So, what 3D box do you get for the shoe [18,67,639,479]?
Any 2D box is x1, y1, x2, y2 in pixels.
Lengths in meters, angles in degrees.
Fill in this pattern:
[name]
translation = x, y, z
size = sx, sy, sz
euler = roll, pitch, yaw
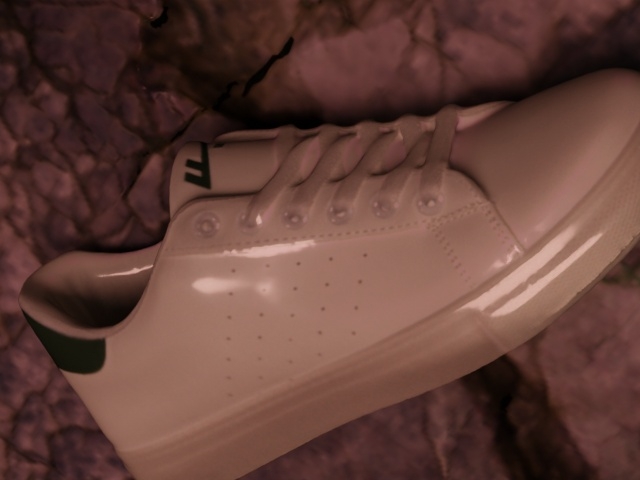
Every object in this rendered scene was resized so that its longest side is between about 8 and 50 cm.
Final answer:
[shoe]
translation = 0.000, 0.000, 0.518
size = 0.265, 0.095, 0.110
euler = -35, 105, 27
